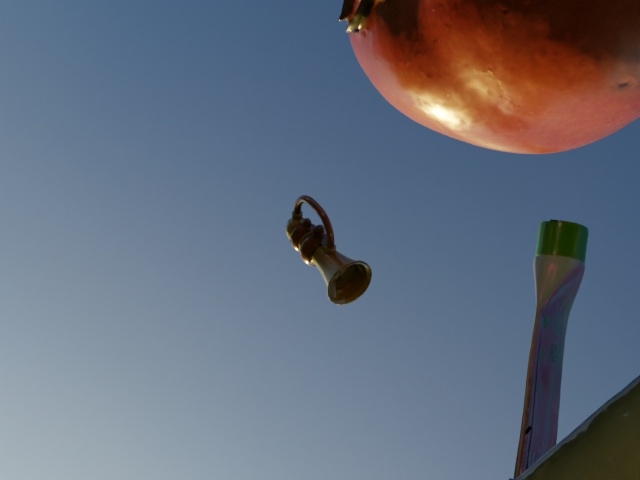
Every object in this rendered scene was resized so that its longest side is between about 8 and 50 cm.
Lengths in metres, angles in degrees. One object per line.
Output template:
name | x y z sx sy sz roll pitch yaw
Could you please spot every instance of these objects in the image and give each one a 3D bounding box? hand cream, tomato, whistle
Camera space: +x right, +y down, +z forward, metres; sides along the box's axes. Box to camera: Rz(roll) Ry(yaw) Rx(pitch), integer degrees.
hand cream | 0.225 0.119 0.726 0.050 0.079 0.275 -10 -112 64
tomato | 0.135 -0.179 0.466 0.224 0.256 0.256 18 -57 -23
whistle | -0.003 0.004 0.665 0.046 0.057 0.109 -38 -128 -6

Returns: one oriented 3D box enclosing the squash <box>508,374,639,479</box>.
squash | 0.150 0.149 0.268 0.252 0.093 0.169 -57 -147 36
